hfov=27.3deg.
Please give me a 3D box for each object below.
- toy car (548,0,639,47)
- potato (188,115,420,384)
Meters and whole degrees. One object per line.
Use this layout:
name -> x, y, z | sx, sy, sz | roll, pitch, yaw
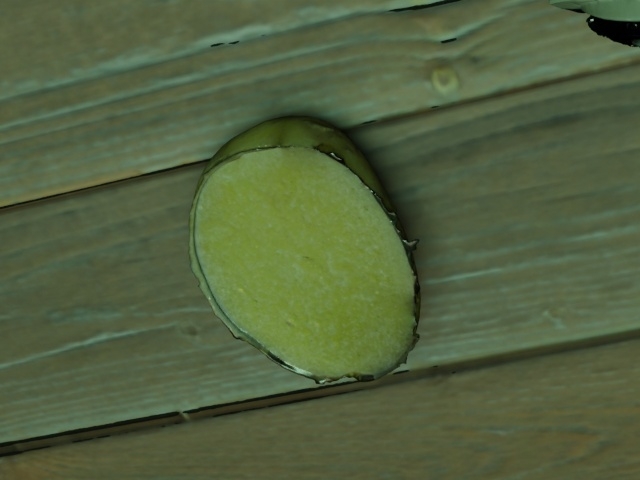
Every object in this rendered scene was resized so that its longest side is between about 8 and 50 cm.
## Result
toy car -> 0.226, -0.177, 0.622 | 0.301, 0.118, 0.193 | 12, 95, 44
potato -> 0.000, 0.000, 0.902 | 0.164, 0.081, 0.200 | -8, 124, 23
